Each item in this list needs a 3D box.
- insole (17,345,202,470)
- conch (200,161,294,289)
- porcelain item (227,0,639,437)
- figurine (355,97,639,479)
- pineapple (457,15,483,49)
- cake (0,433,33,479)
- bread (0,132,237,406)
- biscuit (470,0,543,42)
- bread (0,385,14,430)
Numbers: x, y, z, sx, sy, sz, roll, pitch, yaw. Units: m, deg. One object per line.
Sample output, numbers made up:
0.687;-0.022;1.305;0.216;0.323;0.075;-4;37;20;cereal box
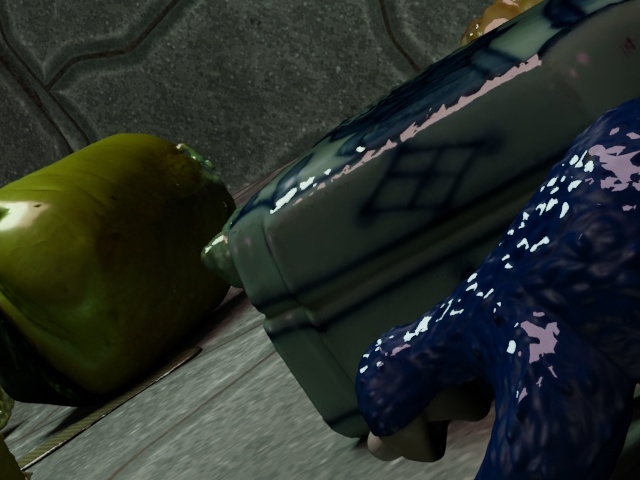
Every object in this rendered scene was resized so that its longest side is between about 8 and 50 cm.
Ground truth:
-0.223;0.173;1.634;0.253;0.005;0.086;-33;6;-18;insole
0.001;-0.003;1.415;0.188;0.122;0.176;-34;29;10;conch
0.107;-0.034;0.933;0.286;0.157;0.281;-28;5;24;porcelain item
0.110;0.018;0.636;0.262;0.120;0.164;-32;9;20;figurine
0.289;-0.208;1.640;0.310;0.141;0.170;-26;-21;-17;pineapple
-0.348;0.177;1.396;0.156;0.179;0.260;-32;3;-15;cake
-0.228;0.026;1.804;0.208;0.251;0.376;-11;11;22;bread
0.197;-0.111;1.189;0.213;0.091;0.274;-50;31;-8;biscuit
-0.502;0.239;1.939;0.268;0.130;0.152;-30;-31;13;bread
